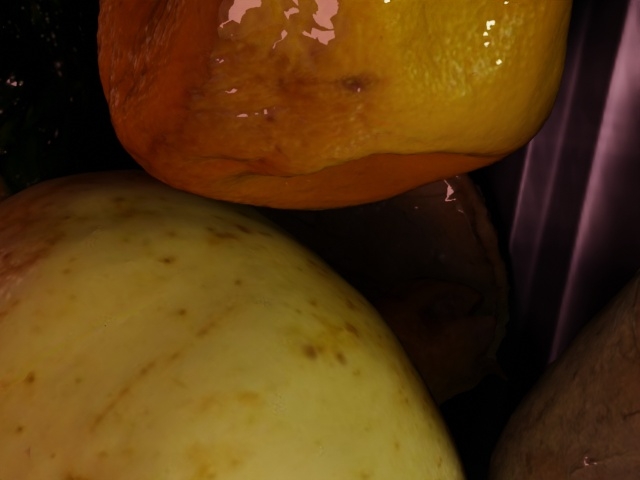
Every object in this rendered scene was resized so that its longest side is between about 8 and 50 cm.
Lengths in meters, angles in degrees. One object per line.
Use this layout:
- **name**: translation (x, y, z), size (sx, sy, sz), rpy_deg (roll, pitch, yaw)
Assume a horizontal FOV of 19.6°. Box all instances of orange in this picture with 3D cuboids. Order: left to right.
- **orange**: translation (0.016, -0.127, 0.764), size (0.249, 0.183, 0.249), rpy_deg (-170, 90, -69)

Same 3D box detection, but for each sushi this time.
- **sushi**: translation (-0.168, -0.075, 0.970), size (0.149, 0.140, 0.287), rpy_deg (-142, 32, -72)

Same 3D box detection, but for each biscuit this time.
- **biscuit**: translation (-0.001, 0.001, 0.949), size (0.220, 0.033, 0.219), rpy_deg (19, 127, 27)

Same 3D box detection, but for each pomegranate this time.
- **pomegranate**: translation (-0.066, 0.119, 0.865), size (0.342, 0.342, 0.342), rpy_deg (18, 124, 29)

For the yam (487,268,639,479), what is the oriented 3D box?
- **yam**: translation (0.189, 0.061, 0.752), size (0.161, 0.161, 0.268), rpy_deg (44, 134, 9)
